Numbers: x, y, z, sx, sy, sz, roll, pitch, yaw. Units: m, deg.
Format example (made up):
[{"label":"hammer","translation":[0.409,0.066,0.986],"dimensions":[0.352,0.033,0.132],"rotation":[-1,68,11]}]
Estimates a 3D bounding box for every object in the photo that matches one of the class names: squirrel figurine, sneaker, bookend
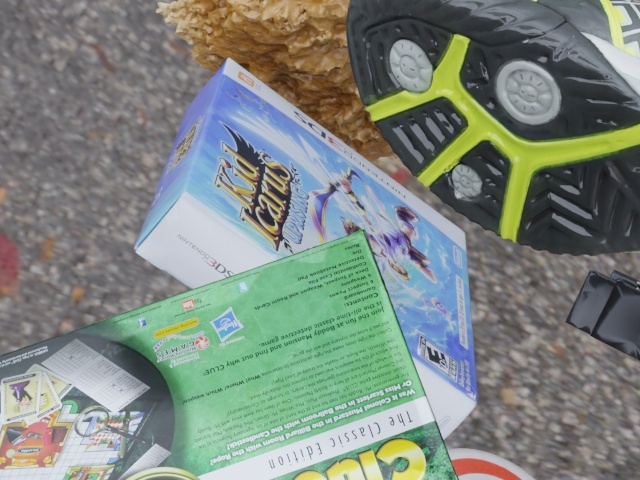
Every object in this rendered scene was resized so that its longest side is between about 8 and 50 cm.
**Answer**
[{"label":"squirrel figurine","translation":[0.075,-0.234,1.240],"dimensions":[0.397,0.370,0.281],"rotation":[-39,74,7]},{"label":"sneaker","translation":[0.195,-0.069,0.864],"dimensions":[0.385,0.145,0.147],"rotation":[25,43,17]},{"label":"bookend","translation":[0.301,0.073,1.455],"dimensions":[0.157,0.156,0.072],"rotation":[28,93,39]}]

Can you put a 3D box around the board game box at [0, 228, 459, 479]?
[{"label":"board game box","translation":[-0.079,0.097,0.687],"dimensions":[0.260,0.030,0.136],"rotation":[-18,62,-1]}]

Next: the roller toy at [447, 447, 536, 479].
[{"label":"roller toy","translation":[0.141,0.320,1.497],"dimensions":[0.209,0.191,0.146],"rotation":[58,140,31]}]

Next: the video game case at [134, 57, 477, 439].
[{"label":"video game case","translation":[0.000,0.000,1.094],"dimensions":[0.244,0.269,0.061],"rotation":[35,112,-13]}]
